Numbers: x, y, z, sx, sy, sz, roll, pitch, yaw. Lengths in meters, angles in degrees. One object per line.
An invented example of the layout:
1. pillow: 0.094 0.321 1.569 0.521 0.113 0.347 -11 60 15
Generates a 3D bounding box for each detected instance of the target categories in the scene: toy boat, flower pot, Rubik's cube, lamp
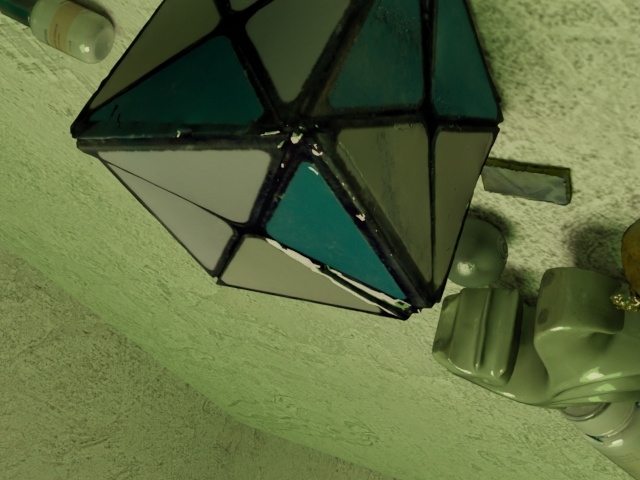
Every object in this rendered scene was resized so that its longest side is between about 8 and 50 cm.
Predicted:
1. toy boat: 0.264 -0.076 0.932 0.115 0.016 0.063 14 153 30
2. flower pot: 0.351 0.151 1.078 0.254 0.164 0.367 22 158 -18
3. Rubik's cube: -0.014 -0.126 0.765 0.310 0.307 0.305 8 147 34
4. lamp: 0.223 0.018 1.060 0.105 0.105 0.105 23 156 11

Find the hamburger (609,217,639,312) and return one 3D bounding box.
1. hamburger: 0.430 0.049 0.840 0.185 0.159 0.131 -19 135 33

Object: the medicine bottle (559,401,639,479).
1. medicine bottle: 0.546 0.326 1.283 0.258 0.143 0.143 37 154 -22

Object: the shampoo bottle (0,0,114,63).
1. shampoo bottle: -0.399 -0.326 1.057 0.192 0.074 0.074 26 156 5
